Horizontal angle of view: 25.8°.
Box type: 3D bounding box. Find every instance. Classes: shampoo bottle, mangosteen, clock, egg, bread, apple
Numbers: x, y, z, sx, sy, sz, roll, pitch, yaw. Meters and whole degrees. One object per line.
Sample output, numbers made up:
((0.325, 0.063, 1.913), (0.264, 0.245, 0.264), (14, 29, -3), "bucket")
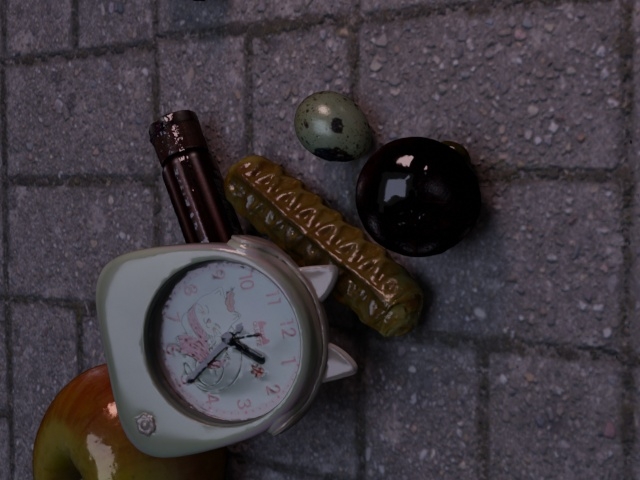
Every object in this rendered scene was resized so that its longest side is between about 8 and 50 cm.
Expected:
((-0.153, -0.023, 1.912), (0.084, 0.129, 0.323), (-23, 74, 2), "shampoo bottle")
((0.117, -0.057, 1.644), (0.152, 0.152, 0.153), (3, 94, 44), "mangosteen")
((-0.111, 0.125, 1.752), (0.324, 0.108, 0.265), (-10, 90, 18), "clock")
((0.017, -0.141, 1.762), (0.110, 0.085, 0.085), (41, 119, 21), "egg")
((-0.001, 0.000, 1.792), (0.367, 0.077, 0.084), (40, 120, 36), "bread")
((-0.262, 0.312, 1.954), (0.286, 0.233, 0.286), (8, 102, 42), "apple")
